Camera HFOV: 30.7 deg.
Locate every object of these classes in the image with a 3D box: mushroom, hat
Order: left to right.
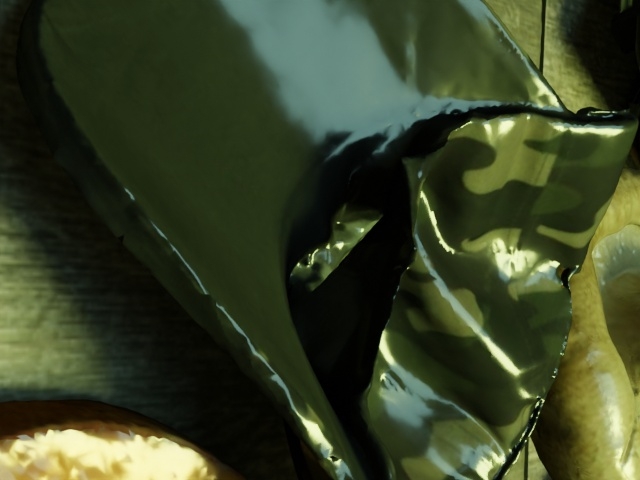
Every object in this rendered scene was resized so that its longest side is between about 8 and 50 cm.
[{"bbox_3d":[0.000,0.000,0.677,0.382,0.257,0.366,37,54,2],"label":"hat"},{"bbox_3d":[0.198,0.051,0.861,0.151,0.156,0.285,40,51,-32],"label":"mushroom"}]

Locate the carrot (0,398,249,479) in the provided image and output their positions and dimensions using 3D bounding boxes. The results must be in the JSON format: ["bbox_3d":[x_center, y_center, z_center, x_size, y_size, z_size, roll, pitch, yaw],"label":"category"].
[{"bbox_3d":[-0.112,0.210,0.574,0.307,0.100,0.258,44,58,-36],"label":"carrot"}]

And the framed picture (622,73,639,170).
[{"bbox_3d":[0.313,0.004,1.074,0.252,0.014,0.197,51,57,-35],"label":"framed picture"}]

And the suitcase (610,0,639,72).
[{"bbox_3d":[0.420,-0.118,1.033,0.434,0.194,0.283,48,40,-34],"label":"suitcase"}]
